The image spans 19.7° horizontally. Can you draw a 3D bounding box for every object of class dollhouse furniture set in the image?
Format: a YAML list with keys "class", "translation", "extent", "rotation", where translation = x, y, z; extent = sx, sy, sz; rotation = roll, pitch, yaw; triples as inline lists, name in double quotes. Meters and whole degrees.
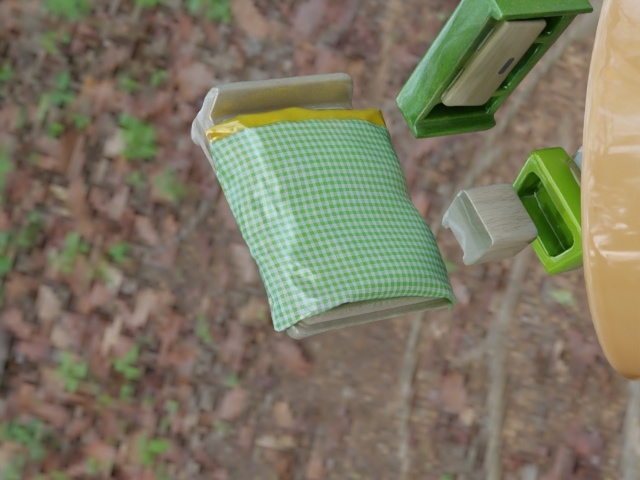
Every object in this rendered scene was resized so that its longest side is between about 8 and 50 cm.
- class: "dollhouse furniture set"
  translation: [0.083, -0.068, 1.346]
  extent: [0.151, 0.302, 0.197]
  rotation: [-52, 57, 45]

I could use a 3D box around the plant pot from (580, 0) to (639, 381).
- class: "plant pot"
  translation: [0.291, -0.050, 1.060]
  extent: [0.204, 0.291, 0.290]
  rotation: [7, 81, 26]
